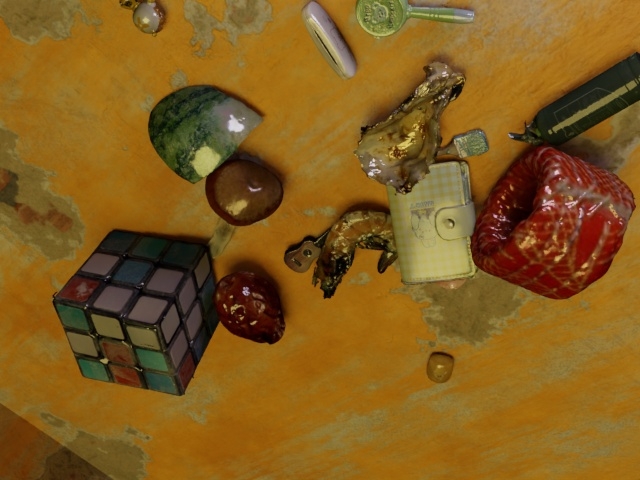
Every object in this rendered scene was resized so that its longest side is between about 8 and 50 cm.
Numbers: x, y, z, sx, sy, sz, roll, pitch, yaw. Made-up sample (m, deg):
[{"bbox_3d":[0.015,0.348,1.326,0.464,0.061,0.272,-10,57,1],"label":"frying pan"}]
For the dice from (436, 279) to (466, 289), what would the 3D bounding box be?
[{"bbox_3d":[0.359,0.073,1.884,0.091,0.094,0.093,27,129,-5],"label":"dice"}]

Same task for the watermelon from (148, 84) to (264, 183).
[{"bbox_3d":[-0.301,-0.284,1.763,0.260,0.176,0.255,-29,77,34],"label":"watermelon"}]

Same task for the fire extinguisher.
[{"bbox_3d":[0.576,-0.294,1.520,0.115,0.095,0.311,22,138,-39],"label":"fire extinguisher"}]

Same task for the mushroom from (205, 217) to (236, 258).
[{"bbox_3d":[-0.293,-0.013,2.038,0.059,0.054,0.202,33,135,0],"label":"mushroom"}]

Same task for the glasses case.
[{"bbox_3d":[0.021,-0.455,1.567,0.049,0.074,0.193,-21,119,33],"label":"glasses case"}]

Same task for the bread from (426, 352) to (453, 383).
[{"bbox_3d":[0.379,0.413,2.178,0.082,0.056,0.115,13,130,6],"label":"bread"}]

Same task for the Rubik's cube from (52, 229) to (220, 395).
[{"bbox_3d":[-0.537,0.215,2.090,0.359,0.362,0.363,8,134,11],"label":"Rubik's cube"}]

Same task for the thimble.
[{"bbox_3d":[0.526,-0.041,1.588,0.231,0.350,0.350,24,131,-8],"label":"thimble"}]

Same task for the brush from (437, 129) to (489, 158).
[{"bbox_3d":[0.317,-0.225,1.707,0.197,0.021,0.070,-11,125,26],"label":"brush"}]

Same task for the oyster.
[{"bbox_3d":[0.208,-0.274,1.624,0.198,0.133,0.337,25,128,-2],"label":"oyster"}]

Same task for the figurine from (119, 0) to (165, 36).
[{"bbox_3d":[-0.430,-0.554,1.625,0.101,0.068,0.143,-2,129,39],"label":"figurine"}]

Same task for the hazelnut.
[{"bbox_3d":[-0.211,-0.117,1.840,0.210,0.186,0.210,-3,127,-4],"label":"hazelnut"}]

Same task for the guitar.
[{"bbox_3d":[0.001,-0.002,1.965,0.084,0.038,0.271,37,123,-21],"label":"guitar"}]

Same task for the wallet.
[{"bbox_3d":[0.288,-0.045,1.769,0.224,0.077,0.309,-5,105,20],"label":"wallet"}]

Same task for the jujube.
[{"bbox_3d":[-0.216,0.213,2.104,0.197,0.197,0.290,-9,141,23],"label":"jujube"}]

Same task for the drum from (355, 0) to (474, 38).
[{"bbox_3d":[0.199,-0.513,1.485,0.253,0.049,0.130,-4,127,19],"label":"drum"}]

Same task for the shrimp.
[{"bbox_3d":[0.112,0.051,1.943,0.233,0.071,0.364,8,132,-12],"label":"shrimp"}]
